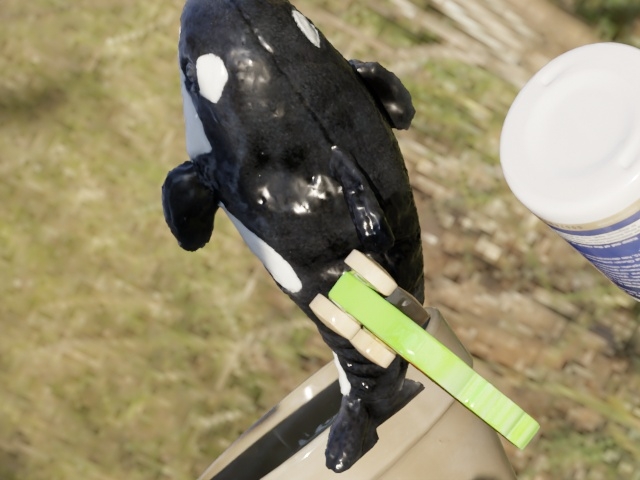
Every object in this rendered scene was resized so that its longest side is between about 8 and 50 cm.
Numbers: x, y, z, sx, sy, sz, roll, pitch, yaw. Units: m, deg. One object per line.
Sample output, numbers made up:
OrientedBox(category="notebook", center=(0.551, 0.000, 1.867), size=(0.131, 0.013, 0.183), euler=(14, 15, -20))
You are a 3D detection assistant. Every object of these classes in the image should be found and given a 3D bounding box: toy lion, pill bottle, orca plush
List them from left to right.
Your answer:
OrientedBox(category="orca plush", center=(0.000, 0.000, 0.988), size=(0.102, 0.151, 0.287), euler=(-137, 38, -64))
OrientedBox(category="toy lion", center=(0.050, 0.052, 0.772), size=(0.034, 0.096, 0.100), euler=(-51, -22, -2))
OrientedBox(category="pill bottle", center=(0.169, -0.021, 0.923), size=(0.094, 0.169, 0.094), euler=(-18, 56, 29))

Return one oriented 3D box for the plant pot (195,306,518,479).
OrientedBox(category="plant pot", center=(0.069, 0.267, 1.726), size=(0.323, 0.280, 0.323), euler=(-39, 6, 5))
